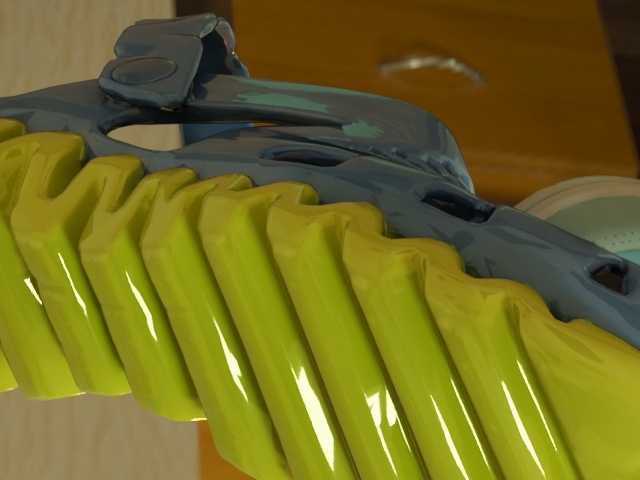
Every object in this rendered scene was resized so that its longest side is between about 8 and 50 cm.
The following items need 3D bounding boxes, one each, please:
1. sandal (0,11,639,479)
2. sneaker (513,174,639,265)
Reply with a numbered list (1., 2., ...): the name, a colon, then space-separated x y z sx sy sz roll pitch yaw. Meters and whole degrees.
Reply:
1. sandal: 0.000 0.000 0.542 0.317 0.138 0.126 22 136 36
2. sneaker: 0.195 0.101 0.583 0.319 0.208 0.127 39 88 -17
